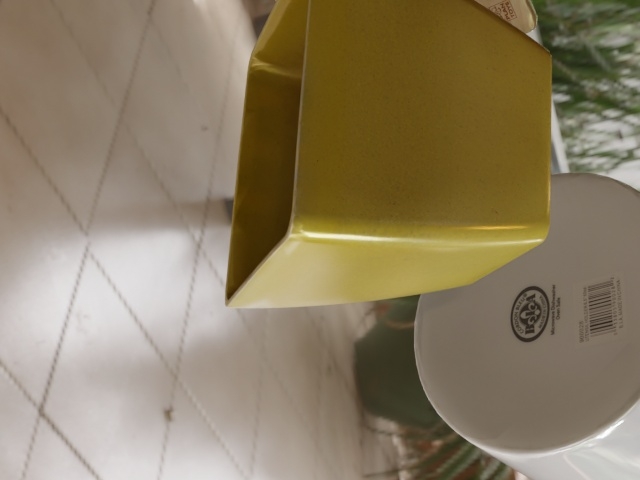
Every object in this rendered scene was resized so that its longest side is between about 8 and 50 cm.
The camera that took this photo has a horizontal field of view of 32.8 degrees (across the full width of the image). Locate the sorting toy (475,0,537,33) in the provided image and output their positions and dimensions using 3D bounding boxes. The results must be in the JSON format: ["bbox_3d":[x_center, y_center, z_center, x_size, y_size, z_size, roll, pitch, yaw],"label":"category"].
[{"bbox_3d":[0.077,-0.314,1.211,0.257,0.255,0.089,61,28,-19],"label":"sorting toy"}]

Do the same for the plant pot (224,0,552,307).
[{"bbox_3d":[0.050,-0.062,0.780,0.212,0.187,0.212,136,-40,-67],"label":"plant pot"}]

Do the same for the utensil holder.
[{"bbox_3d":[0.330,0.141,1.205,0.385,0.327,0.328,32,43,-42],"label":"utensil holder"}]
